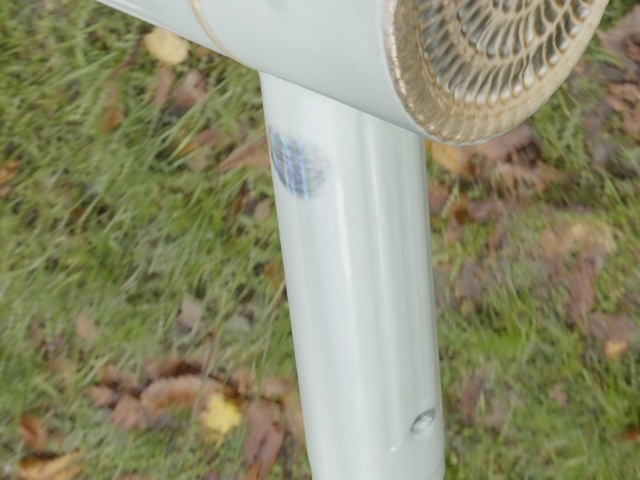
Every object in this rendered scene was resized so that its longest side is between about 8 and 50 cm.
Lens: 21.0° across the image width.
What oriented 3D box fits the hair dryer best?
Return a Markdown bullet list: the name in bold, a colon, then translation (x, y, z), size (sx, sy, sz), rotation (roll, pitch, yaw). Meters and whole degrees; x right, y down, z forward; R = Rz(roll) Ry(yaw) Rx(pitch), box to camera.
- **hair dryer**: translation (0.000, 0.000, 0.557), size (0.173, 0.107, 0.357), rotation (27, 136, 37)
